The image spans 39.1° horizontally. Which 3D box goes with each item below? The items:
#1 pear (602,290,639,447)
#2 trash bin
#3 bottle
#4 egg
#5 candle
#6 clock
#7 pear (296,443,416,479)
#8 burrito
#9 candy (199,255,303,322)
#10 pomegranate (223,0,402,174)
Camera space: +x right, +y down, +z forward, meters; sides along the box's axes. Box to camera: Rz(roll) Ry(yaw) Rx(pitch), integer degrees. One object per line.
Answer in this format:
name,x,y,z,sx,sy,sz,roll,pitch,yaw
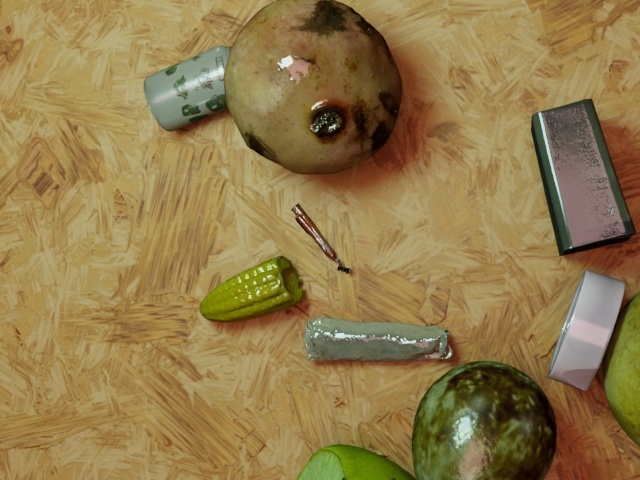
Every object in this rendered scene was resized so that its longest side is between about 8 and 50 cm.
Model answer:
pear,0.603,0.221,1.435,0.304,0.304,0.303,-1,87,13
trash bin,0.444,-0.105,1.549,0.122,0.164,0.240,-15,83,11
bottle,-0.203,-0.305,1.728,0.253,0.120,0.120,-20,83,9
egg,0.268,0.338,1.509,0.238,0.289,0.238,19,136,19
candle,-0.001,0.001,1.715,0.026,0.021,0.167,-36,79,-12
clock,0.447,0.150,1.518,0.068,0.197,0.196,20,91,14
pear,0.116,0.511,1.530,0.318,0.342,0.238,27,98,-15
burrito,0.106,0.185,1.664,0.276,0.059,0.082,-1,94,13
candy,-0.138,0.105,1.701,0.199,0.106,0.094,-23,65,16
pomegranate,-0.012,-0.266,1.583,0.322,0.322,0.321,-1,87,13
